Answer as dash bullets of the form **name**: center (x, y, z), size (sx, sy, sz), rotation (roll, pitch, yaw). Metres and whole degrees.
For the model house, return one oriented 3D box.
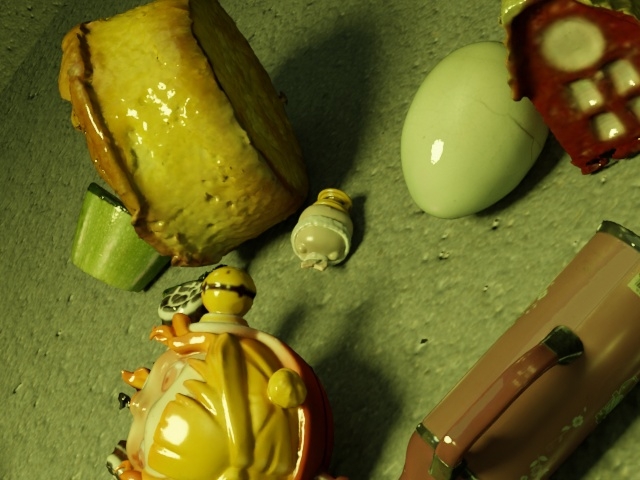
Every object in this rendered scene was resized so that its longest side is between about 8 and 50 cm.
- **model house**: center (0.262, -0.222, 1.037), size (0.160, 0.254, 0.196), rotation (-27, 34, 37)

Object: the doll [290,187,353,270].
- **doll**: center (0.000, 0.000, 1.303), size (0.084, 0.073, 0.127), rotation (116, 176, -50)

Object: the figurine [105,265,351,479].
- **figurine**: center (-0.102, 0.191, 1.074), size (0.323, 0.196, 0.320), rotation (24, 96, 65)

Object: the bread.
- **bread**: center (-0.177, -0.151, 1.400), size (0.215, 0.398, 0.398), rotation (-27, 34, 11)

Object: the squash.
- **squash**: center (-0.303, -0.001, 1.604), size (0.122, 0.170, 0.170), rotation (-62, 30, 3)

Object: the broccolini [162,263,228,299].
- **broccolini**: center (-0.170, 0.078, 1.461), size (0.074, 0.058, 0.201), rotation (-43, 11, -22)

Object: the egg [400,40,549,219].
- **egg**: center (0.167, -0.119, 1.139), size (0.151, 0.151, 0.209), rotation (12, 72, 56)

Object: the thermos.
- **thermos**: center (0.167, 0.141, 0.854), size (0.330, 0.109, 0.136), rotation (-47, 4, 0)
